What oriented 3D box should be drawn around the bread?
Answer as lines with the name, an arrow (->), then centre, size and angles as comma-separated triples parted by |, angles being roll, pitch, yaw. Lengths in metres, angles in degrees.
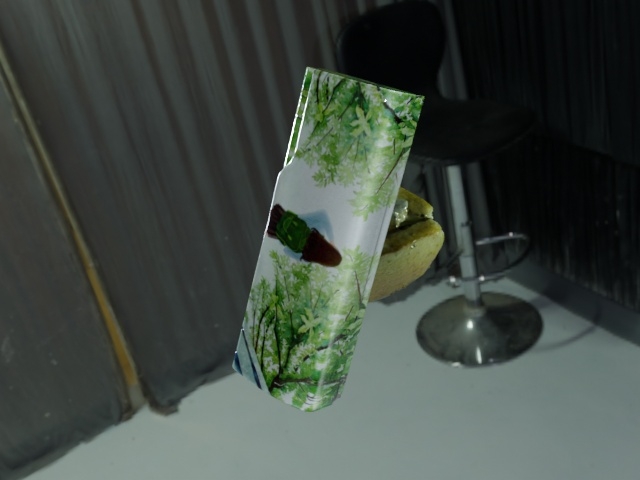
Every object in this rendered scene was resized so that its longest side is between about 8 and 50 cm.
bread -> 0.055, -0.002, 1.162 | 0.257, 0.124, 0.185 | -16, 49, 6

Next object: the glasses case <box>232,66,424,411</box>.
glasses case -> 0.000, 0.000, 0.634 | 0.095, 0.272, 0.062 | 22, 16, 29
